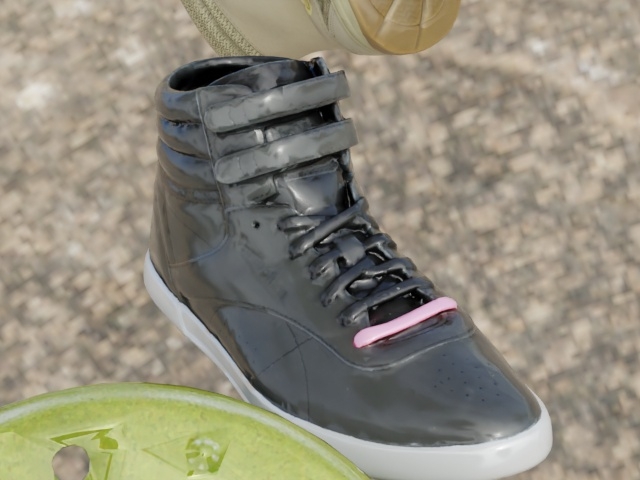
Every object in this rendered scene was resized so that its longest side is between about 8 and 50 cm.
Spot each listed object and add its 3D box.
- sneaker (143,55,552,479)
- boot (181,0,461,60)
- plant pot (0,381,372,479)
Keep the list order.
[{"bbox_3d":[-0.001,0.000,0.857,0.104,0.147,0.296,-17,31,-29],"label":"sneaker"},{"bbox_3d":[-0.030,-0.221,1.005,0.095,0.262,0.203,-24,11,-26],"label":"boot"},{"bbox_3d":[-0.091,0.214,0.742,0.366,0.353,0.366,3,72,-10],"label":"plant pot"}]
